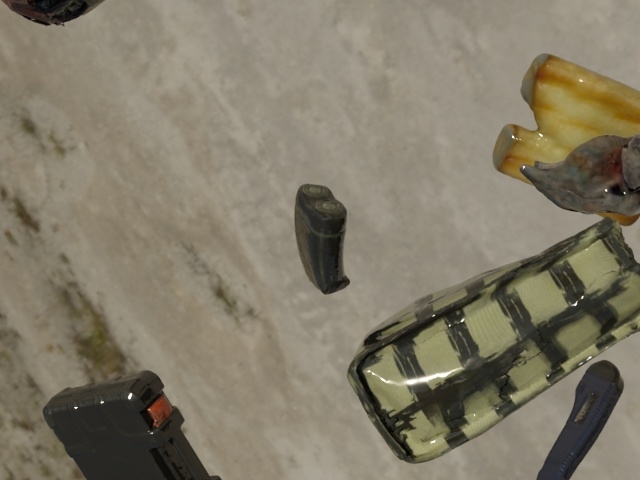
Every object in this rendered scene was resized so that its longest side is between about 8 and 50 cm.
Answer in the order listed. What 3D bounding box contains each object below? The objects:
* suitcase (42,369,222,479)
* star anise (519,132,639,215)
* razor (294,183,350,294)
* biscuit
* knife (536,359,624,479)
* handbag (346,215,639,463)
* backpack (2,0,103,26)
[{"bbox_3d":[-0.251,0.323,1.370,0.206,0.066,0.285,-16,110,34],"label":"suitcase"},{"bbox_3d":[0.244,-0.053,0.667,0.181,0.205,0.061,-20,78,46],"label":"star anise"},{"bbox_3d":[0.000,0.000,1.283,0.090,0.054,0.148,53,155,43],"label":"razor"},{"bbox_3d":[0.471,-0.179,1.707,0.291,0.062,0.236,25,115,14],"label":"biscuit"},{"bbox_3d":[0.177,0.133,0.668,0.031,0.121,0.018,1,135,53],"label":"knife"},{"bbox_3d":[0.212,0.104,1.127,0.162,0.327,0.325,59,-171,4],"label":"handbag"},{"bbox_3d":[-0.341,-0.452,1.387,0.197,0.283,0.317,36,104,6],"label":"backpack"}]
